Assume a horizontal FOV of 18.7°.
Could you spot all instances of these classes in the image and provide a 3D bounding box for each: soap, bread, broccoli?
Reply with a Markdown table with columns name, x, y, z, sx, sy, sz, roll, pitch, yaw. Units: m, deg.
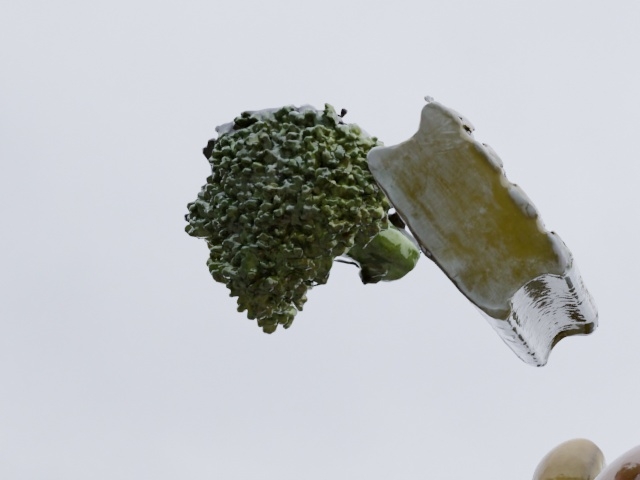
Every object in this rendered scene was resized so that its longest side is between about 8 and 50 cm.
| name | x | y | z | sx | sy | sz | roll | pitch | yaw |
| --- | --- | --- | --- | --- | --- | --- | --- | --- | --- |
| soap | 0.134 | 0.001 | 1.538 | 0.173 | 0.089 | 0.274 | 52 | 3 | 18 |
| bread | 0.314 | 0.333 | 2.442 | 0.098 | 0.147 | 0.217 | 12 | -23 | 18 |
| broccoli | -0.009 | 0.002 | 1.978 | 0.242 | 0.180 | 0.273 | -35 | -61 | 28 |

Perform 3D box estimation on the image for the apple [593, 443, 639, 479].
| name | x | y | z | sx | sy | sz | roll | pitch | yaw |
| --- | --- | --- | --- | --- | --- | --- | --- | --- | --- |
| apple | 0.334 | 0.275 | 1.840 | 0.181 | 0.181 | 0.168 | 34 | -69 | -17 |
